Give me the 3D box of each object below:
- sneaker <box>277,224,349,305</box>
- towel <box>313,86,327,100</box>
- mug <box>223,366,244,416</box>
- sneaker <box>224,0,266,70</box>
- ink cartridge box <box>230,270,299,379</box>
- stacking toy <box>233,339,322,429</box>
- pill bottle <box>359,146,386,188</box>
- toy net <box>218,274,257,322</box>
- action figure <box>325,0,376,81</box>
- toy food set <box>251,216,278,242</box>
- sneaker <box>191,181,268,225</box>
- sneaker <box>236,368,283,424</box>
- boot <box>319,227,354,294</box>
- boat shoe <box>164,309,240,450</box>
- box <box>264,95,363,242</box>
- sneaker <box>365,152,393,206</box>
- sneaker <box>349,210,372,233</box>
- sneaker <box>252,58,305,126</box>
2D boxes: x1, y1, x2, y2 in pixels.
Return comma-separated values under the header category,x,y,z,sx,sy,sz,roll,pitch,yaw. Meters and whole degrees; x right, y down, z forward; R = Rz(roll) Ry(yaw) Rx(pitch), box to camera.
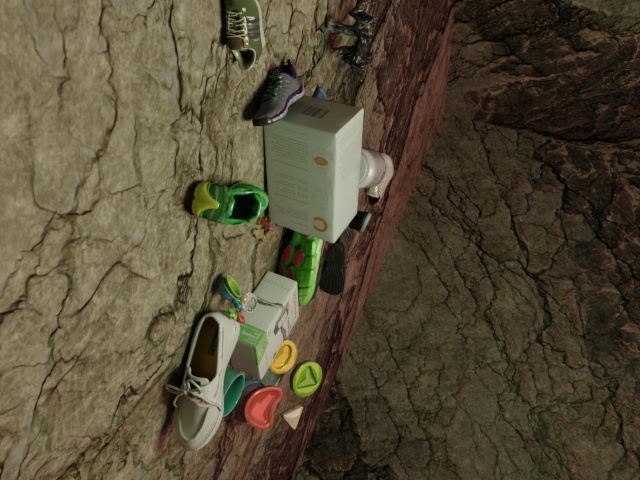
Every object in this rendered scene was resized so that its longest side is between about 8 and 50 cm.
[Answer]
category,x,y,z,sx,sy,sz,roll,pitch,yaw
sneaker,0.000,0.000,1.764,0.202,0.185,0.483,2,110,-43
towel,-0.013,-0.403,1.614,0.067,0.029,0.119,45,65,-71
mug,-0.296,0.425,1.506,0.158,0.097,0.129,20,90,-73
sneaker,-0.157,-0.421,1.060,0.192,0.064,0.086,74,34,-68
ink cartridge box,-0.177,0.266,1.681,0.198,0.115,0.273,90,25,-48
stacking toy,-0.158,0.501,1.867,0.279,0.130,0.309,36,78,-39
pill bottle,0.149,-0.281,2.047,0.283,0.160,0.160,-20,127,-70
toy net,-0.213,0.169,1.462,0.045,0.122,0.232,-33,164,5
action figure,0.091,-0.594,1.553,0.164,0.141,0.275,79,18,-63
toy food set,-0.166,-0.037,1.554,0.078,0.019,0.122,-68,156,-10
sneaker,-0.188,-0.076,1.245,0.295,0.123,0.109,-17,124,-71
sneaker,-0.205,0.566,1.964,0.256,0.094,0.151,-56,155,-13
boot,0.091,0.069,2.353,0.222,0.118,0.338,-61,166,-46
boat shoe,-0.306,0.356,1.334,0.156,0.136,0.367,30,76,-74
box,-0.018,-0.198,1.459,0.168,0.215,0.345,-50,151,-44
sneaker,0.284,-0.284,2.577,0.290,0.106,0.123,95,19,-45
sneaker,0.103,-0.097,2.063,0.086,0.163,0.226,-65,-170,-7
sneaker,-0.116,-0.361,1.288,0.223,0.083,0.098,-60,140,-46
